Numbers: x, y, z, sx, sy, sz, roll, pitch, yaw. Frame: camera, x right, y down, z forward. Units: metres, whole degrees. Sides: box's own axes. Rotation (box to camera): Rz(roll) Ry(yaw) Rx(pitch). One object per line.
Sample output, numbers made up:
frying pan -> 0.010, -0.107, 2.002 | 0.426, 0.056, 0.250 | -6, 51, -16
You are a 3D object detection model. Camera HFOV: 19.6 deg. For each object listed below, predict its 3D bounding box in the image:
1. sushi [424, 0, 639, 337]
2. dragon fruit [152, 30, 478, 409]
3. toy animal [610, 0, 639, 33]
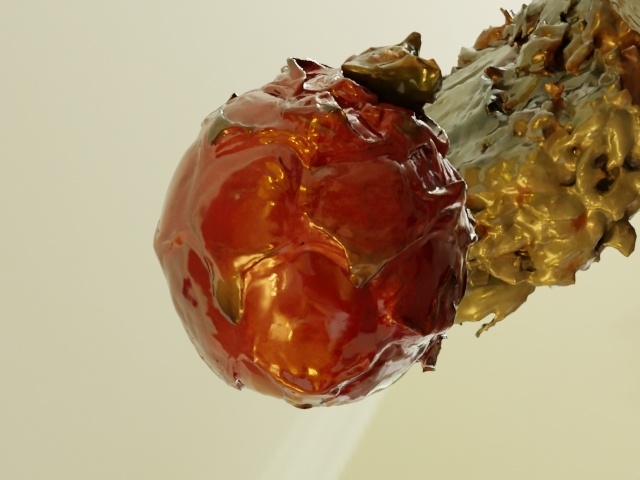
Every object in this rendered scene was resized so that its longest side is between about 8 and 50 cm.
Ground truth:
sushi -> 0.180, -0.103, 1.656 | 0.176, 0.417, 0.417 | 45, -140, -17
dragon fruit -> 0.000, 0.000, 0.964 | 0.172, 0.172, 0.210 | -53, -27, -57
toy animal -> 0.213, -0.180, 1.122 | 0.090, 0.324, 0.195 | 100, -163, -45
